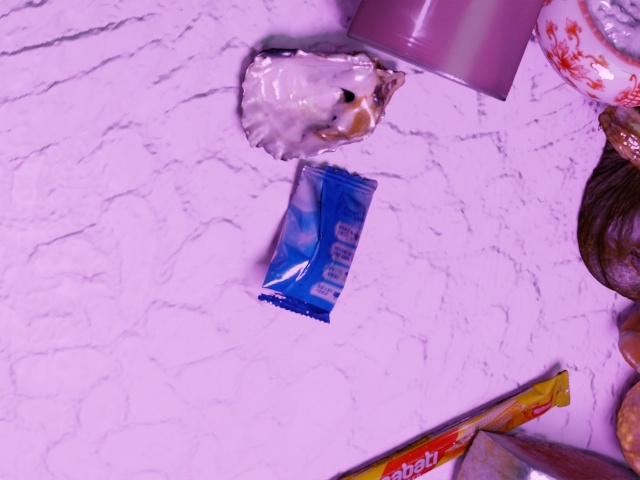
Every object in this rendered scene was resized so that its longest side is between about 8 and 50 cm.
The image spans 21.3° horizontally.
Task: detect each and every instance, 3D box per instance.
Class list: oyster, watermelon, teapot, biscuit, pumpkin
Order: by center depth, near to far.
[{"bbox_3d":[-0.003,-0.125,1.449,0.146,0.045,0.121,-42,126,-1],"label":"oyster"},{"bbox_3d":[0.251,-0.205,1.519,0.245,0.116,0.159,36,72,-17],"label":"teapot"},{"bbox_3d":[0.314,-0.035,1.614,0.126,0.131,0.248,-29,118,-17],"label":"pumpkin"},{"bbox_3d":[0.121,0.199,1.654,0.292,0.026,0.048,-24,138,-20],"label":"biscuit"},{"bbox_3d":[0.245,0.308,1.706,0.232,0.193,0.310,-13,105,-2],"label":"watermelon"}]

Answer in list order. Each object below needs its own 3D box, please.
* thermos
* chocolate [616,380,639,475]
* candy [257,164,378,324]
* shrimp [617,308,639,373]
[{"bbox_3d":[0.124,-0.268,1.418,0.176,0.146,0.265,21,96,1],"label":"thermos"},{"bbox_3d":[0.441,0.167,1.760,0.309,0.134,0.134,-21,117,-21],"label":"chocolate"},{"bbox_3d":[-0.001,0.000,1.503,0.088,0.038,0.136,20,88,-37],"label":"candy"},{"bbox_3d":[0.416,0.085,1.703,0.254,0.145,0.059,-13,120,-25],"label":"shrimp"}]
